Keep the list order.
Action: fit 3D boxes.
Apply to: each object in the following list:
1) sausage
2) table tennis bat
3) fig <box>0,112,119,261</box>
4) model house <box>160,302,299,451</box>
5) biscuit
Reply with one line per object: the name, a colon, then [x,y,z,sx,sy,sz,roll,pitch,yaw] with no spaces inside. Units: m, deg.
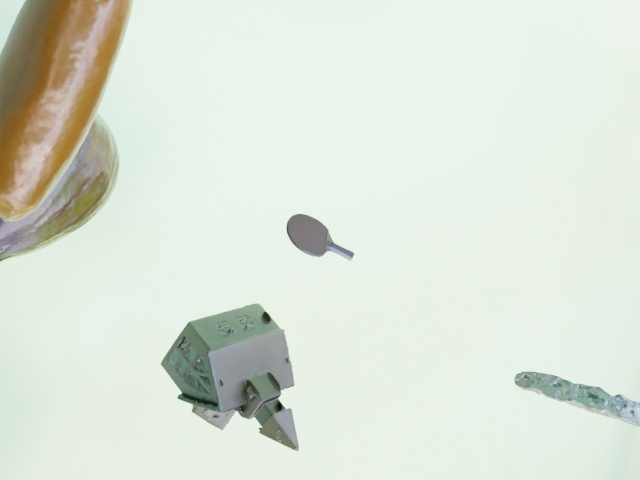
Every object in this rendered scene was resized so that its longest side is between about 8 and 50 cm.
sausage: [-0.218,-0.128,0.864,0.098,0.098,0.238,9,109,-56]
table tennis bat: [0.000,0.000,1.139,0.007,0.083,0.050,-43,-152,43]
fig: [-0.355,-0.034,1.244,0.217,0.216,0.321,55,40,-58]
model house: [-0.121,0.255,1.728,0.180,0.248,0.176,-11,143,-49]
biscuit: [0.424,0.248,1.648,0.188,0.265,0.040,167,-59,-78]
